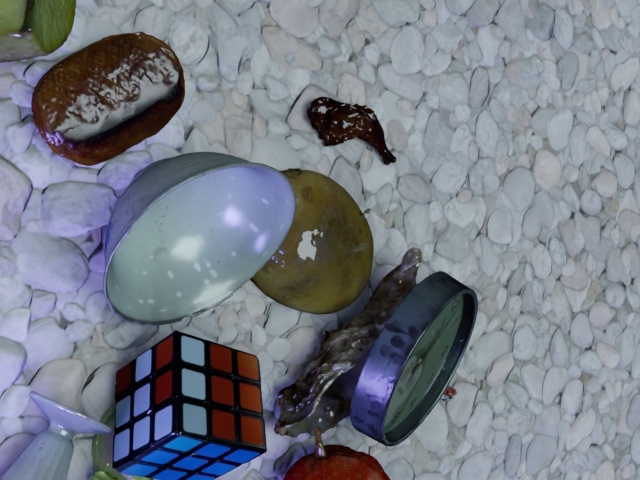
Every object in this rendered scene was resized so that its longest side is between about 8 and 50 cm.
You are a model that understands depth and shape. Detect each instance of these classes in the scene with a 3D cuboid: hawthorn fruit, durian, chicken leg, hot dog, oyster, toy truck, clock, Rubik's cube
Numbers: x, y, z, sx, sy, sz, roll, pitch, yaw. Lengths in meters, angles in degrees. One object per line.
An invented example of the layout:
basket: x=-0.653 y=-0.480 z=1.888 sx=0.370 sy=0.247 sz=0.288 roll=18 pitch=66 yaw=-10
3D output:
hawthorn fruit: x=0.025 y=0.429 z=1.351 sx=0.205 sy=0.205 sz=0.253 roll=-29 pitch=102 yaw=-28
durian: x=-0.286 y=0.422 z=1.203 sx=0.132 sy=0.106 sz=0.375 roll=0 pitch=88 yaw=-27
chicken leg: x=0.063 y=-0.196 z=1.431 sx=0.205 sy=0.053 sz=0.093 roll=15 pitch=107 yaw=-26
hot dog: x=-0.304 y=-0.202 z=1.162 sx=0.227 sy=0.099 sz=0.160 roll=-32 pitch=108 yaw=-26
oyster: x=0.067 y=0.203 z=1.424 sx=0.396 sy=0.111 sz=0.204 roll=-47 pitch=148 yaw=-16
toy truck: x=0.233 y=0.291 z=1.578 sx=0.083 sy=0.024 sz=0.032 roll=26 pitch=49 yaw=-28
clock: x=0.169 y=0.207 z=1.410 sx=0.319 sy=0.066 sz=0.319 roll=-41 pitch=146 yaw=-36
Rubik's cube: x=-0.191 y=0.249 z=1.180 sx=0.160 sy=0.162 sz=0.163 roll=24 pitch=46 yaw=-39

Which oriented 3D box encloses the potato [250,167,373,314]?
potato: x=0.000 y=0.000 z=1.367 sx=0.299 sy=0.116 sz=0.239 roll=36 pitch=69 yaw=-30

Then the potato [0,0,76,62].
potato: x=-0.465 y=-0.342 z=1.014 sx=0.280 sy=0.213 sz=0.330 roll=-1 pitch=70 yaw=-8

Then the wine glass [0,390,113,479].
wine glass: x=-0.383 y=0.322 z=1.106 sx=0.165 sy=0.165 sz=0.196 roll=37 pitch=69 yaw=-29

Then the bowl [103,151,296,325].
bowl: x=-0.203 y=-0.034 z=1.187 sx=0.313 sy=0.146 sz=0.313 roll=-31 pitch=151 yaw=-19
